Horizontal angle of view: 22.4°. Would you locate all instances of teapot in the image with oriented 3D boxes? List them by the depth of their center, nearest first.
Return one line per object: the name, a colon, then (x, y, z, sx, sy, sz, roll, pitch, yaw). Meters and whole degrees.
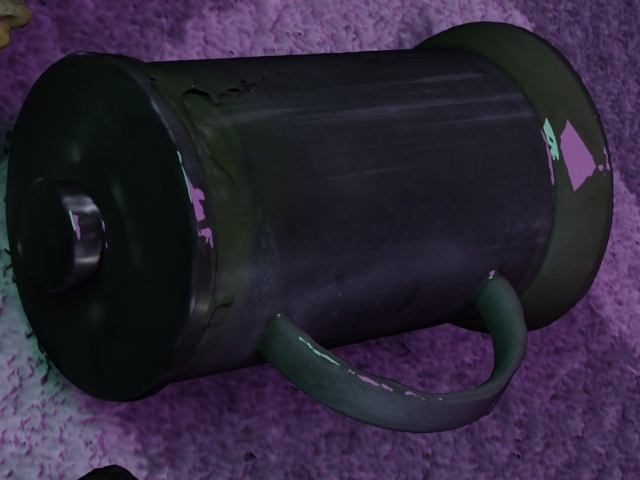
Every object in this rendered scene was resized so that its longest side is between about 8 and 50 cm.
teapot: (0.000, 0.000, 0.914, 0.337, 0.200, 0.270, -8, 52, -40)

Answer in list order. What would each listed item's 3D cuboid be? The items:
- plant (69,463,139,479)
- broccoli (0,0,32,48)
plant: (-0.085, 0.254, 0.808, 0.149, 0.146, 0.275, -29, 101, 0)
broccoli: (-0.197, -0.237, 0.804, 0.348, 0.281, 0.293, -40, 82, -5)
